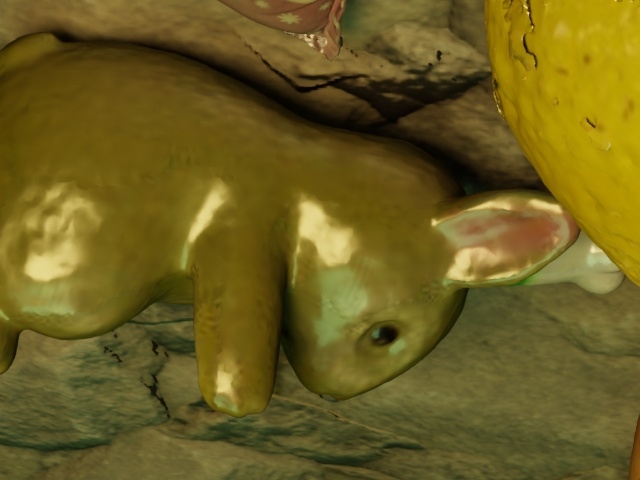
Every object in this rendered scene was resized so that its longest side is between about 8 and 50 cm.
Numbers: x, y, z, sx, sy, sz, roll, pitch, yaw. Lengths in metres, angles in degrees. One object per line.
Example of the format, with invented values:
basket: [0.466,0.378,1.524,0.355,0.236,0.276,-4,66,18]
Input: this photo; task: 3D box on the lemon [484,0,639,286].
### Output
lemon: [0.206,-0.081,0.779,0.258,0.258,0.310,-21,147,38]

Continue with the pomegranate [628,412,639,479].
pomegranate: [0.302,0.149,1.054,0.319,0.319,0.319,6,148,4]

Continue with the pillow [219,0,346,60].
pillow: [-0.022,-0.161,0.910,0.118,0.043,0.185,19,143,-5]

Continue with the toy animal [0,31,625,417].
toy animal: [-0.012,0.016,1.048,0.363,0.180,0.181,17,-177,-3]
